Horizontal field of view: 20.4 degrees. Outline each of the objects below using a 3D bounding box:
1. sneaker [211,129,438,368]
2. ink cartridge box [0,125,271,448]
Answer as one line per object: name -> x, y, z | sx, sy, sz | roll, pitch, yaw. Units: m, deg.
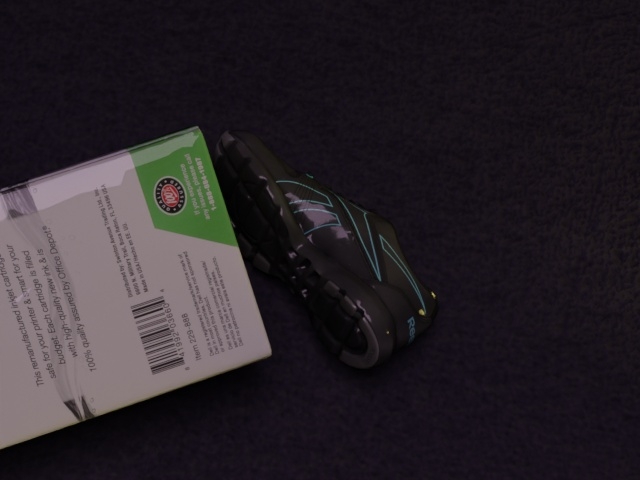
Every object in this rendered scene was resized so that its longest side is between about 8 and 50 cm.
sneaker -> 0.000, 0.000, 1.632 | 0.106, 0.101, 0.267 | -26, 70, -35
ink cartridge box -> -0.215, 0.042, 1.540 | 0.289, 0.121, 0.211 | -18, 97, -9
